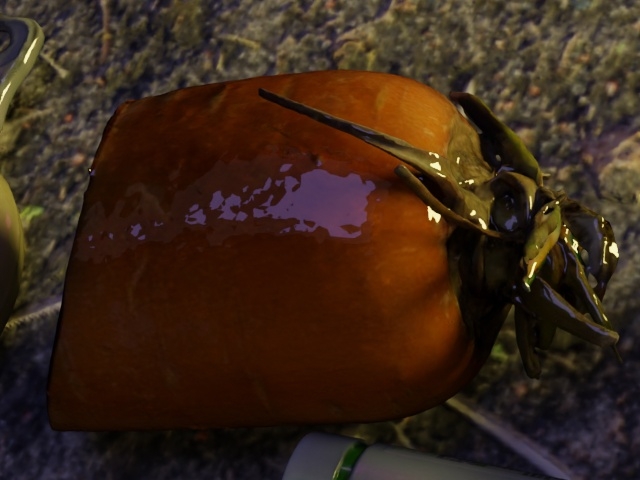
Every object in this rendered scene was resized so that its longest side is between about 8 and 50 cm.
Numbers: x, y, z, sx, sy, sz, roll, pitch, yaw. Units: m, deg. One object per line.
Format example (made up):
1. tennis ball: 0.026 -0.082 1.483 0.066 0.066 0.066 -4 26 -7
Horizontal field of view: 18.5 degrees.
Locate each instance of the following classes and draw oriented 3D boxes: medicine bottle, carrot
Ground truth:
1. medicine bottle: 0.074 0.158 1.038 0.183 0.086 0.086 9 65 21
2. carrot: 0.000 0.000 1.076 0.331 0.214 0.193 0 29 12

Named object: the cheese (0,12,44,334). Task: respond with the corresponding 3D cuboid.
1. cheese: -0.249 -0.023 1.234 0.163 0.082 0.286 9 63 19
